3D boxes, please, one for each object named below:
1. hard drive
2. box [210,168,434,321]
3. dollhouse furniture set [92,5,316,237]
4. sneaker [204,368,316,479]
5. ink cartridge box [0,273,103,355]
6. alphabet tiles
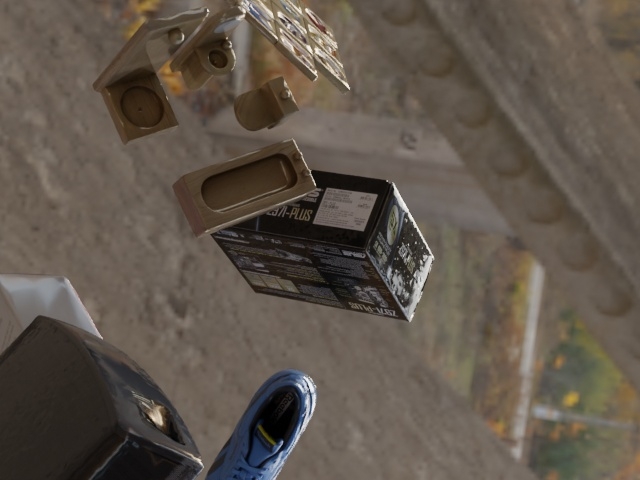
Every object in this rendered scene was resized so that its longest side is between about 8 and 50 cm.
[{"bbox_3d":[-0.168,0.129,0.774,0.172,0.054,0.255,-46,-157,-7],"label":"hard drive"},{"bbox_3d":[0.000,0.000,1.331,0.077,0.180,0.147,-68,150,-23],"label":"box"},{"bbox_3d":[-0.073,-0.101,1.107,0.123,0.144,0.151,-34,-100,57],"label":"dollhouse furniture set"},{"bbox_3d":[-0.072,0.227,1.416,0.209,0.069,0.082,-61,176,6],"label":"sneaker"},{"bbox_3d":[-0.198,0.161,1.094,0.069,0.371,0.175,-24,160,-33],"label":"ink cartridge box"},{"bbox_3d":[-0.097,-0.299,1.447,0.011,0.342,0.285,-41,-154,16],"label":"alphabet tiles"}]
